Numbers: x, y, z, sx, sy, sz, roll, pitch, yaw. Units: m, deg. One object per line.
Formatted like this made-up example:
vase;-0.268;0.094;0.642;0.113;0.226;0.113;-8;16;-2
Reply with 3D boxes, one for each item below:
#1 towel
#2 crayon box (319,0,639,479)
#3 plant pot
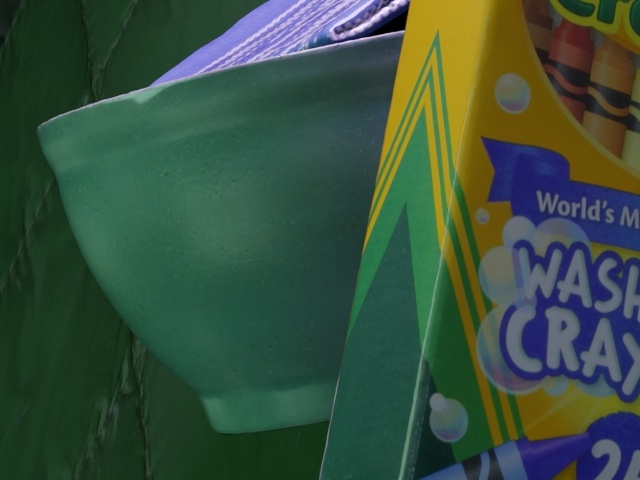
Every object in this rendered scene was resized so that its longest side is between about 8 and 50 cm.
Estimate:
towel;0.018;-0.168;1.178;0.243;0.040;0.336;-38;12;-23
crayon box;0.129;-0.014;0.788;0.083;0.203;0.323;-18;59;62
plant pot;0.000;0.000;1.027;0.293;0.293;0.196;-11;91;65
